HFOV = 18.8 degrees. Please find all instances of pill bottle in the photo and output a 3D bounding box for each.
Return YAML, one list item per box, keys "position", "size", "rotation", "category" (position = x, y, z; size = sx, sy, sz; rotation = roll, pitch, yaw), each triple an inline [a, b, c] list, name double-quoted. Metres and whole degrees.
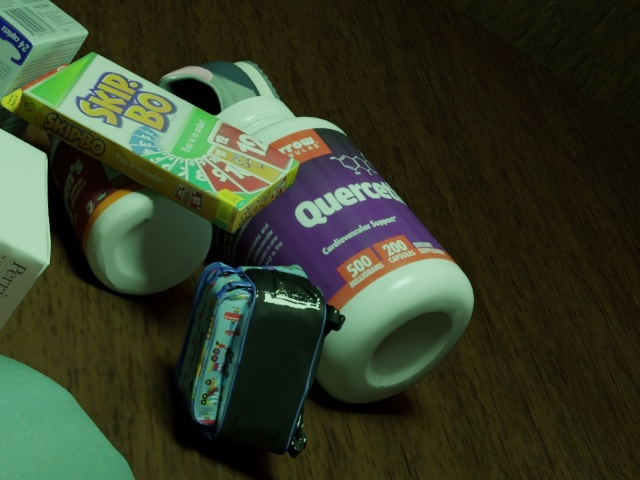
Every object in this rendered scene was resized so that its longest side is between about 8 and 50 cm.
- position: [-0.191, -0.058, 1.859]
  size: [0.121, 0.121, 0.221]
  rotation: [23, 25, -37]
  category: "pill bottle"
- position: [0.000, 0.000, 1.975]
  size: [0.181, 0.181, 0.323]
  rotation: [11, 33, -52]
  category: "pill bottle"

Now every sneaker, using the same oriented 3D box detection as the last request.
- position: [-0.077, -0.084, 2.175]
  size: [0.131, 0.112, 0.319]
  rotation: [-4, 41, -39]
  category: "sneaker"

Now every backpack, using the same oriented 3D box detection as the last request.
- position: [-0.063, 0.091, 1.721]
  size: [0.117, 0.158, 0.173]
  rotation: [13, 13, -15]
  category: "backpack"

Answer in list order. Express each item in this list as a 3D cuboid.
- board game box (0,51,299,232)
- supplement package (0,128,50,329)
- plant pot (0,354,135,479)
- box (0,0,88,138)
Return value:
- position: [-0.159, -0.099, 1.794]
  size: [0.259, 0.039, 0.124]
  rotation: [26, 32, 15]
  category: "board game box"
- position: [-0.365, -0.028, 1.409]
  size: [0.293, 0.177, 0.175]
  rotation: [29, 21, -23]
  category: "supplement package"
- position: [-0.249, 0.193, 0.952]
  size: [0.341, 0.341, 0.334]
  rotation: [41, 13, 7]
  category: "plant pot"
- position: [-0.307, -0.162, 1.858]
  size: [0.072, 0.137, 0.126]
  rotation: [38, 19, 7]
  category: "box"
